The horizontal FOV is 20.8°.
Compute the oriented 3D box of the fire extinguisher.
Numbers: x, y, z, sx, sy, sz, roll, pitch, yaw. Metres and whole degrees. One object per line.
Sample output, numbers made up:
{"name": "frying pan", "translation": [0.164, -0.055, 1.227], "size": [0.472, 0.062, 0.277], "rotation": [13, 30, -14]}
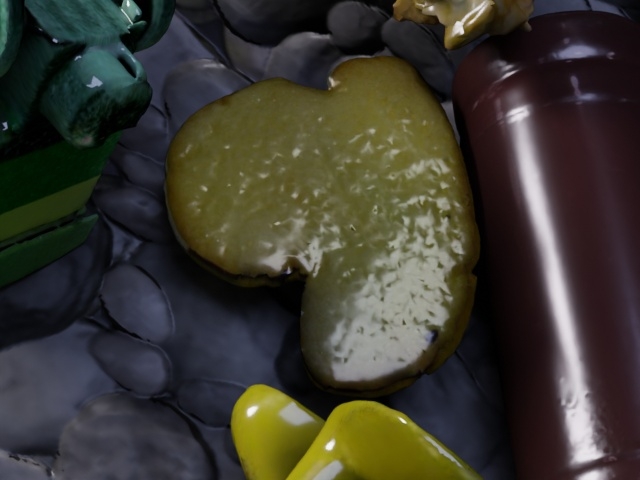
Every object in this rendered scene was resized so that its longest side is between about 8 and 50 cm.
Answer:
{"name": "fire extinguisher", "translation": [0.148, 0.058, 0.832], "size": [0.135, 0.114, 0.337], "rotation": [9, 56, -23]}

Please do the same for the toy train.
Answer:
{"name": "toy train", "translation": [-0.199, -0.127, 0.806], "size": [0.301, 0.202, 0.120], "rotation": [47, 41, 16]}

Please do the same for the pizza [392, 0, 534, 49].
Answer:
{"name": "pizza", "translation": [0.044, -0.253, 0.947], "size": [0.440, 0.130, 0.406], "rotation": [-9, 43, -18]}

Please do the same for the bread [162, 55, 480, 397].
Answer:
{"name": "bread", "translation": [0.000, 0.000, 0.865], "size": [0.149, 0.065, 0.187], "rotation": [-6, 63, -6]}

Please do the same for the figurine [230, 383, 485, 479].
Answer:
{"name": "figurine", "translation": [-0.036, 0.252, 0.664], "size": [0.338, 0.204, 0.283], "rotation": [-42, 83, -19]}
